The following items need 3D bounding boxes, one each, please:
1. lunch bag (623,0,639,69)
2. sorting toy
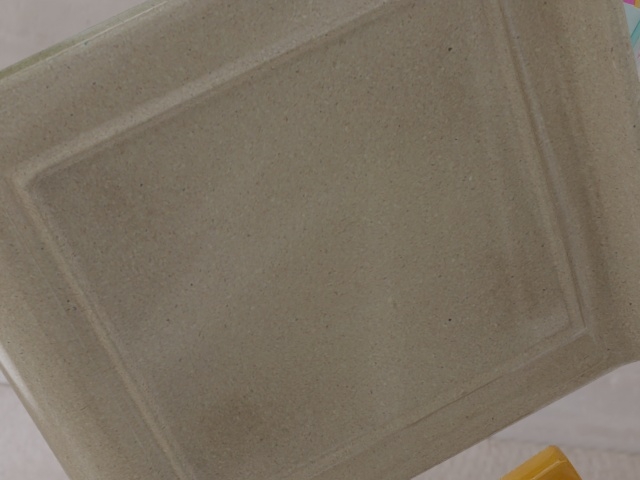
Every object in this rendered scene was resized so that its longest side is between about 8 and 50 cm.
[{"bbox_3d":[0.161,-0.065,0.954,0.108,0.224,0.279,23,134,11],"label":"lunch bag"},{"bbox_3d":[0.000,0.000,0.363,0.196,0.047,0.348,-24,122,-4],"label":"sorting toy"}]
